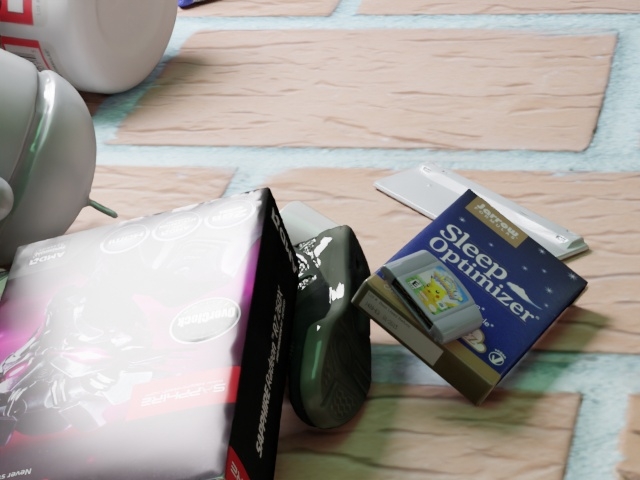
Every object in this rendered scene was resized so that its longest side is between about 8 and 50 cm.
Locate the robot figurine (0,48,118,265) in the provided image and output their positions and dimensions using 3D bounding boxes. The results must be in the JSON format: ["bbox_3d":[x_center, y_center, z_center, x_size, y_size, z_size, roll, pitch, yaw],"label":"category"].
[{"bbox_3d":[-0.362,-0.099,1.804,0.353,0.200,0.300,23,17,-23],"label":"robot figurine"}]

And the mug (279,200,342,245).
[{"bbox_3d":[-0.001,-0.002,1.780,0.064,0.062,0.078,22,44,30],"label":"mug"}]

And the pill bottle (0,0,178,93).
[{"bbox_3d":[-0.393,-0.307,2.275,0.408,0.229,0.229,10,30,28],"label":"pill bottle"}]

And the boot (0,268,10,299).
[{"bbox_3d":[-0.329,0.074,1.696,0.086,0.069,0.190,4,19,34],"label":"boot"}]

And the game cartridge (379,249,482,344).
[{"bbox_3d":[0.093,0.044,1.554,0.056,0.017,0.083,-19,61,-43],"label":"game cartridge"}]

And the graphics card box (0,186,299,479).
[{"bbox_3d":[-0.145,0.115,1.447,0.233,0.094,0.371,-13,31,14],"label":"graphics card box"}]

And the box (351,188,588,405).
[{"bbox_3d":[0.139,0.036,1.631,0.136,0.036,0.225,39,40,10],"label":"box"}]

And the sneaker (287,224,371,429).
[{"bbox_3d":[-0.027,0.084,1.593,0.130,0.087,0.227,-18,36,15],"label":"sneaker"}]

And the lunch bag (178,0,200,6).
[{"bbox_3d":[-0.127,-0.550,2.537,0.328,0.385,0.239,-24,32,-31],"label":"lunch bag"}]

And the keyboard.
[{"bbox_3d":[0.151,-0.026,1.852,0.072,0.014,0.256,-25,32,-25],"label":"keyboard"}]
